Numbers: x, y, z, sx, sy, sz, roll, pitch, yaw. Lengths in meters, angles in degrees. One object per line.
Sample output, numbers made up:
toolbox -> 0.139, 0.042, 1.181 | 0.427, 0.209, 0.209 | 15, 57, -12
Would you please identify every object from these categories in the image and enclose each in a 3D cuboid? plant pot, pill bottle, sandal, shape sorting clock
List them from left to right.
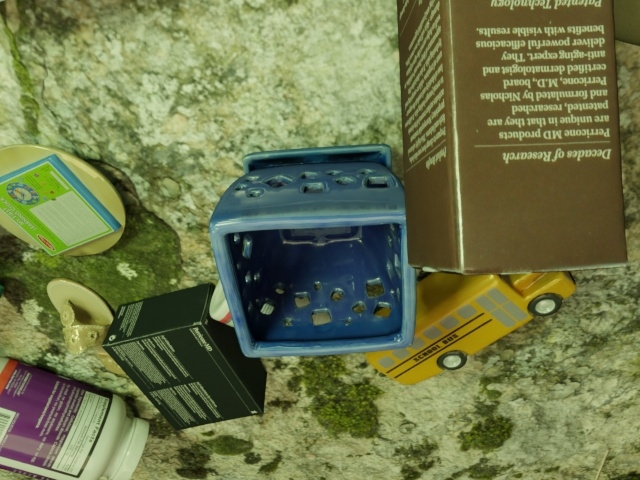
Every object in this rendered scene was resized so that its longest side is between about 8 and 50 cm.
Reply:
shape sorting clock -> -0.388, -0.054, 0.790 | 0.206, 0.040, 0.206 | -1, 132, -1
pill bottle -> -0.505, 0.356, 1.030 | 0.322, 0.182, 0.181 | 27, 124, -21
sandal -> -0.402, 0.175, 0.950 | 0.088, 0.079, 0.240 | -13, 128, 10
pill bottle -> -0.078, 0.110, 0.882 | 0.180, 0.108, 0.108 | 28, 123, -21
plant pot -> 0.000, 0.000, 0.728 | 0.235, 0.212, 0.236 | -3, 129, 3

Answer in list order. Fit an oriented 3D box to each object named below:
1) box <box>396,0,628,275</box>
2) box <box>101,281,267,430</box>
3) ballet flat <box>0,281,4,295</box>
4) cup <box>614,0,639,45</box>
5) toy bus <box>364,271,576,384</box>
box -> 0.152, -0.163, 0.485 | 0.143, 0.191, 0.382 | -1, 89, -2
box -> -0.229, 0.216, 0.970 | 0.184, 0.103, 0.261 | -13, 127, 13
ballet flat -> -0.654, 0.147, 0.923 | 0.124, 0.116, 0.342 | 40, 124, -6
cup -> 0.393, -0.304, 0.472 | 0.330, 0.237, 0.331 | -1, 129, -1
toy bus -> 0.231, 0.108, 0.885 | 0.130, 0.108, 0.332 | 36, 121, -24
